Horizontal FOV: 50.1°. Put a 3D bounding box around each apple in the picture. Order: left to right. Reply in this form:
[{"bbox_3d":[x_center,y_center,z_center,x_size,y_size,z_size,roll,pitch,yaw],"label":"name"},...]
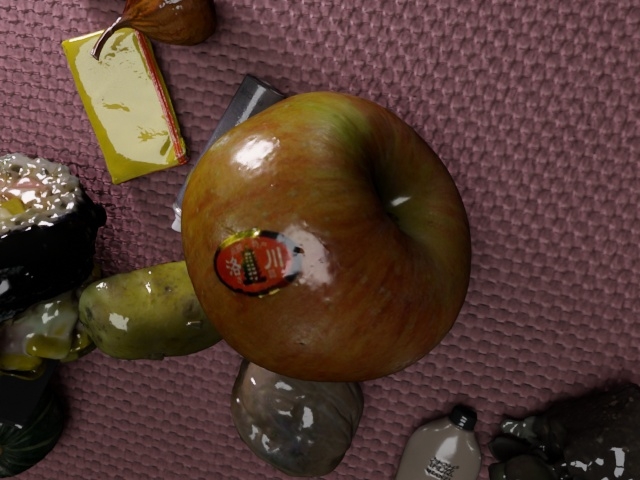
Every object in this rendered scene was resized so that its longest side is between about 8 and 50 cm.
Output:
[{"bbox_3d":[0.000,0.000,0.946,0.333,0.400,0.400,-28,96,42],"label":"apple"}]

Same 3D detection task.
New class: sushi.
[{"bbox_3d":[-0.514,0.049,1.083,0.328,0.327,0.286,28,134,34],"label":"sushi"}]

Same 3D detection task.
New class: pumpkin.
[{"bbox_3d":[-0.570,0.324,1.222,0.211,0.152,0.212,-2,123,-3],"label":"pumpkin"}]

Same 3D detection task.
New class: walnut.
[{"bbox_3d":[-0.043,0.266,1.098,0.224,0.224,0.224,2,101,10],"label":"walnut"}]

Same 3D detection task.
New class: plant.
[{"bbox_3d":[0.405,0.345,1.034,0.276,0.188,0.199,-30,94,14],"label":"plant"}]

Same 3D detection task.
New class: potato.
[{"bbox_3d":[-0.229,0.126,1.075,0.271,0.111,0.160,-10,128,-30],"label":"potato"}]

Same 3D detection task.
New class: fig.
[{"bbox_3d":[-0.256,-0.342,1.035,0.201,0.146,0.134,-22,81,7],"label":"fig"}]

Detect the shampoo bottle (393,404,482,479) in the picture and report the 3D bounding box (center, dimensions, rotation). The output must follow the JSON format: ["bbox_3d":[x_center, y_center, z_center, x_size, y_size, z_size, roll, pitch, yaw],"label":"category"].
[{"bbox_3d":[0.190,0.389,1.138,0.127,0.078,0.257,24,102,9],"label":"shampoo bottle"}]

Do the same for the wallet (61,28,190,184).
[{"bbox_3d":[-0.310,-0.224,1.120,0.141,0.067,0.241,-15,102,8],"label":"wallet"}]

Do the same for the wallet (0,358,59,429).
[{"bbox_3d":[-0.596,0.168,1.185,0.322,0.041,0.247,14,60,8],"label":"wallet"}]

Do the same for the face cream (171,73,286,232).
[{"bbox_3d":[-0.156,-0.130,1.101,0.073,0.073,0.284,34,105,2],"label":"face cream"}]
